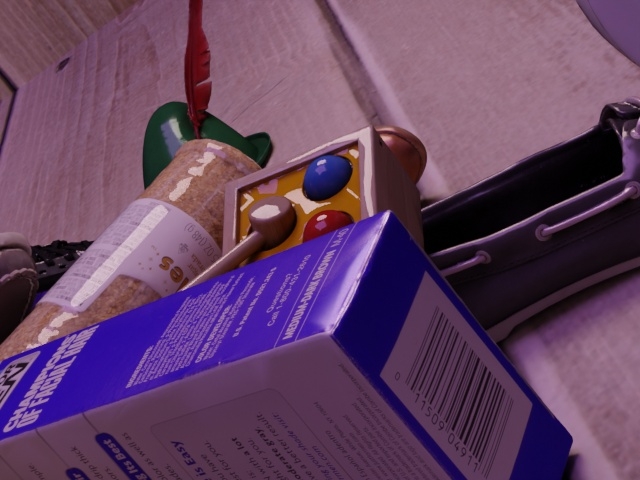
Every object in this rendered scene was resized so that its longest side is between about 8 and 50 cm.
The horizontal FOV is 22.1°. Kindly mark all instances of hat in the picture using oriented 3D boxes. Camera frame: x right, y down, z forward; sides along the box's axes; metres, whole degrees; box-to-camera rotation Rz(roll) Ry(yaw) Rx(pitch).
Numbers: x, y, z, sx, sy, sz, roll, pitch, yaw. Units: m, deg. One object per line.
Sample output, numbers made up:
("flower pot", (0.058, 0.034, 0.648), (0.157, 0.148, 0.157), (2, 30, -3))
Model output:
("hat", (-0.168, -0.127, 1.722), (0.173, 0.183, 0.208), (-25, 23, 33))

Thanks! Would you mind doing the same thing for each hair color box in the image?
("hair color box", (-0.048, 0.124, 0.952), (0.339, 0.185, 0.110), (-21, 28, 37))

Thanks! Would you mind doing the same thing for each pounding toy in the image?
("pounding toy", (-0.018, 0.008, 1.033), (0.141, 0.100, 0.130), (-21, 42, 19))

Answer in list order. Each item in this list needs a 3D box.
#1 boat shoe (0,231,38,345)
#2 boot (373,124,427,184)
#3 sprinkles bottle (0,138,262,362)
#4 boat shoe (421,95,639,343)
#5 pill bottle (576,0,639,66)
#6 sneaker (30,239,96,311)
("boat shoe", (-0.331, 0.129, 1.434), (0.116, 0.097, 0.324), (3, -46, -51))
("boot", (0.000, 0.000, 1.326), (0.197, 0.073, 0.152), (-39, 14, 35))
("sprinkles bottle", (-0.174, 0.063, 1.400), (0.121, 0.121, 0.355), (-12, 31, 50))
("boat shoe", (0.162, -0.028, 1.065), (0.335, 0.095, 0.112), (-33, 20, 13))
("pill bottle", (0.262, -0.214, 1.009), (0.224, 0.224, 0.392), (-31, 8, 19))
("sneaker", (-0.255, 0.045, 1.544), (0.293, 0.146, 0.102), (-40, 19, -6))
